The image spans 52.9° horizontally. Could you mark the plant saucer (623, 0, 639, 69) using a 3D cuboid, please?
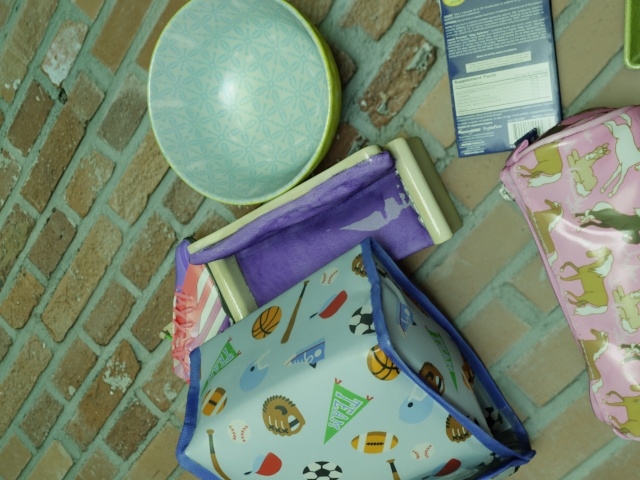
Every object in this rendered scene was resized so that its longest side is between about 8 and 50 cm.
[{"bbox_3d":[0.441,-0.291,0.711,0.188,0.045,0.188,2,101,25],"label":"plant saucer"}]

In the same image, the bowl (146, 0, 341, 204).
[{"bbox_3d":[-0.085,-0.203,0.921,0.290,0.156,0.289,6,103,25],"label":"bowl"}]

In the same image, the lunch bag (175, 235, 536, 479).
[{"bbox_3d":[0.060,0.248,0.861,0.328,0.238,0.385,-31,122,20],"label":"lunch bag"}]

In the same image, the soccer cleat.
[{"bbox_3d":[-0.194,0.154,1.033,0.109,0.117,0.318,12,118,64],"label":"soccer cleat"}]

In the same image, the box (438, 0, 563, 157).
[{"bbox_3d":[0.233,-0.227,0.829,0.137,0.036,0.225,-5,100,26],"label":"box"}]

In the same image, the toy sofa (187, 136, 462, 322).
[{"bbox_3d":[0.000,0.000,0.911,0.363,0.177,0.150,-26,89,27],"label":"toy sofa"}]

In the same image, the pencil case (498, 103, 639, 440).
[{"bbox_3d":[0.346,0.041,0.744,0.167,0.160,0.385,-17,99,49],"label":"pencil case"}]

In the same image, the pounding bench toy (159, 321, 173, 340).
[{"bbox_3d":[-0.237,0.169,1.128,0.083,0.052,0.065,-37,84,27],"label":"pounding bench toy"}]
